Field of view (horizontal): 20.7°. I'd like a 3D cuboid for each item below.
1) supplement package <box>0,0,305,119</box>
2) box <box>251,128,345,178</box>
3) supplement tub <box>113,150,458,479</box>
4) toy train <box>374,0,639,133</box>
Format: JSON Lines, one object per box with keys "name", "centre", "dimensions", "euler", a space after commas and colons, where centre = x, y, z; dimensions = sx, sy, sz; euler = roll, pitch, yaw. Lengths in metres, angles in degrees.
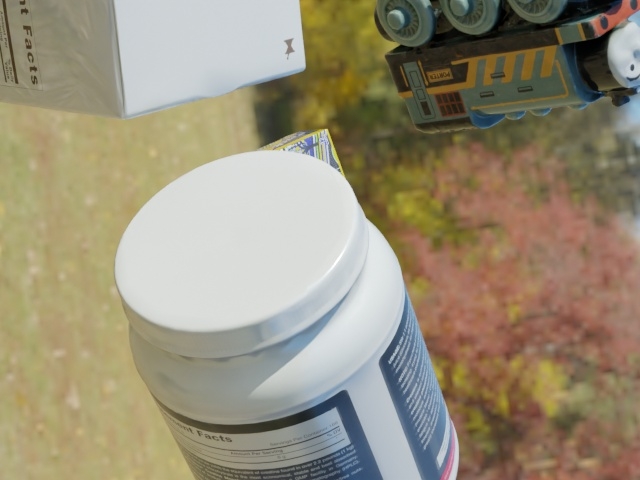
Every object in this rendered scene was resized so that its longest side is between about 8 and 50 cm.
{"name": "supplement package", "centre": [-0.177, -0.201, 1.281], "dimensions": [0.293, 0.177, 0.175], "euler": [11, -68, 43]}
{"name": "box", "centre": [0.000, 0.000, 1.388], "dimensions": [0.054, 0.059, 0.169], "euler": [5, -62, 65]}
{"name": "supplement tub", "centre": [-0.020, 0.091, 1.226], "dimensions": [0.191, 0.191, 0.272], "euler": [-99, 171, -48]}
{"name": "toy train", "centre": [0.203, -0.219, 1.866], "dimensions": [0.142, 0.334, 0.190], "euler": [-36, 112, -40]}
